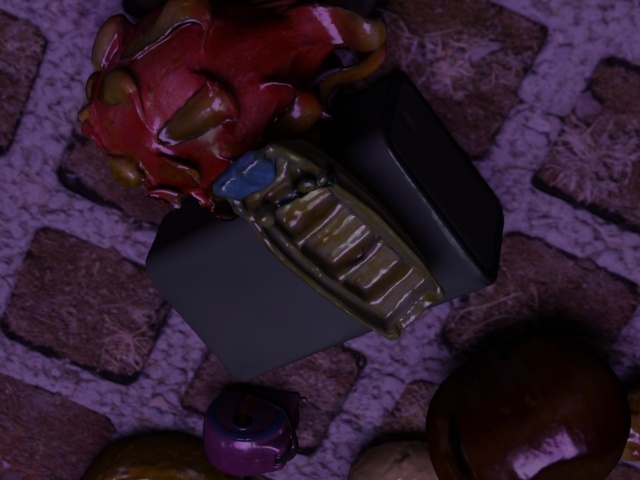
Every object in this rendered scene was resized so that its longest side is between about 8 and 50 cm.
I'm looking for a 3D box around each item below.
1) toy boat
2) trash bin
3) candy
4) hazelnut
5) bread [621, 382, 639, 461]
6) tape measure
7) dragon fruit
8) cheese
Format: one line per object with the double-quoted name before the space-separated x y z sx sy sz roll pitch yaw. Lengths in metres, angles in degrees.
"toy boat" 0.007 -0.013 1.544 0.111 0.084 0.276 -41 122 16
"trash bin" 0.000 0.000 1.719 0.343 0.158 0.223 -27 116 24
"candy" -0.204 0.372 2.027 0.259 0.118 0.260 1 122 1
"hazelnut" 0.247 0.214 1.807 0.217 0.217 0.251 38 134 -17
"bread" 0.457 0.135 1.790 0.077 0.084 0.367 54 126 23
"tape measure" -0.084 0.239 1.916 0.125 0.118 0.074 6 122 9
"dragon fruit" -0.094 -0.161 1.596 0.307 0.228 0.243 1 133 -15
"cheese" 0.136 0.357 1.963 0.213 0.117 0.226 -2 122 6
